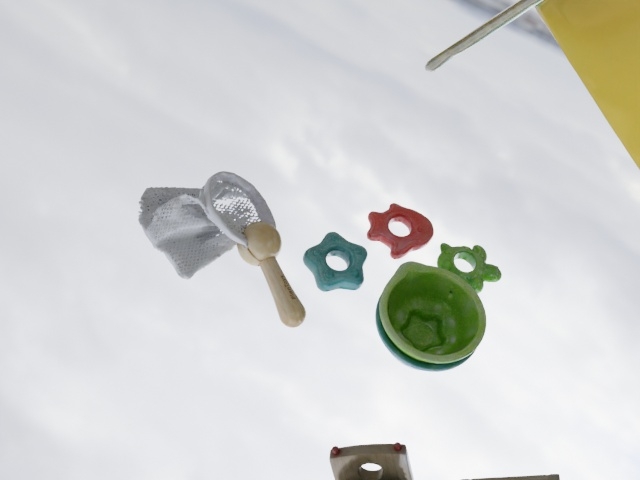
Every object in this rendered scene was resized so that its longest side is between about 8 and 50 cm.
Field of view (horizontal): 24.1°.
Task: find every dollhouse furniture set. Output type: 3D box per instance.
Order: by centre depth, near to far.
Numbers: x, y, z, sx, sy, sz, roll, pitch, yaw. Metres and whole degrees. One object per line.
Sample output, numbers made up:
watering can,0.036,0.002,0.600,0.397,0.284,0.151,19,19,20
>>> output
dollhouse furniture set,0.102,0.247,1.202,0.184,0.129,0.129,-5,-140,11

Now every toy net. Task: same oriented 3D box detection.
toy net,0.000,0.000,0.949,0.232,0.122,0.045,24,147,2

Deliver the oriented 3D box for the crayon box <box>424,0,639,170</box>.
crayon box,0.202,-0.119,0.430,0.323,0.203,0.083,-36,-86,-39
